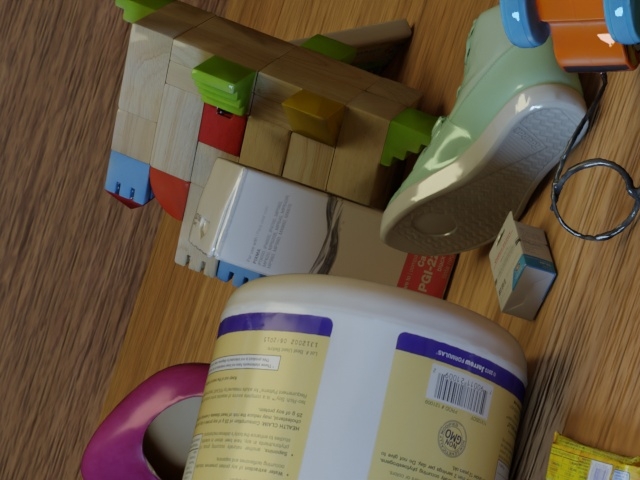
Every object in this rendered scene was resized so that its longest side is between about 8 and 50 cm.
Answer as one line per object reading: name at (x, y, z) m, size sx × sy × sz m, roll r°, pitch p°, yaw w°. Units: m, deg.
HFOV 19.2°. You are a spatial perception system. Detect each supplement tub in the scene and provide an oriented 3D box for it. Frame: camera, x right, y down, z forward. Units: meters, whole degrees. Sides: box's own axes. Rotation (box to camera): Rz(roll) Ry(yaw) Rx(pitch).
supplement tub at (0.011, 0.212, 1.398) m, size 0.241 × 0.241 × 0.331 m, roll 147°, pitch 139°, yaw -70°

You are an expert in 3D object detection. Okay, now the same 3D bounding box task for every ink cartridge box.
ink cartridge box at (0.158, 0.019, 1.489) m, size 0.083 × 0.028 × 0.048 m, roll -95°, pitch 26°, yaw -57°
ink cartridge box at (0.000, 0.000, 1.747) m, size 0.158 × 0.217 × 0.092 m, roll -154°, pitch 81°, yaw -76°

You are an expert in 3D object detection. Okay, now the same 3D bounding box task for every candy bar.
candy bar at (0.180, 0.154, 1.259) m, size 0.161 × 0.018 × 0.040 m, roll 180°, pitch 102°, yaw -76°

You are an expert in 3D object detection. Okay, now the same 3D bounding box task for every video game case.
video game case at (-0.033, -0.176, 2.131) m, size 0.026 × 0.227 × 0.206 m, roll 70°, pitch 155°, yaw 15°

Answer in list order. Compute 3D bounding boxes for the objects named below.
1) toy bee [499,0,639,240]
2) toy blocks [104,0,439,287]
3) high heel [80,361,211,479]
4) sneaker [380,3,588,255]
toy bee at (0.184, -0.180, 1.350) m, size 0.162 × 0.195 × 0.298 m, roll -49°, pitch -25°, yaw -57°
toy blocks at (-0.069, -0.071, 1.942) m, size 0.191 × 0.381 × 0.261 m, roll -41°, pitch -31°, yaw -57°
high heel at (-0.094, 0.195, 1.782) m, size 0.377 × 0.127 × 0.181 m, roll -29°, pitch 23°, yaw 26°
sneaker at (0.135, -0.097, 1.580) m, size 0.256 × 0.094 × 0.151 m, roll -45°, pitch 35°, yaw 45°
